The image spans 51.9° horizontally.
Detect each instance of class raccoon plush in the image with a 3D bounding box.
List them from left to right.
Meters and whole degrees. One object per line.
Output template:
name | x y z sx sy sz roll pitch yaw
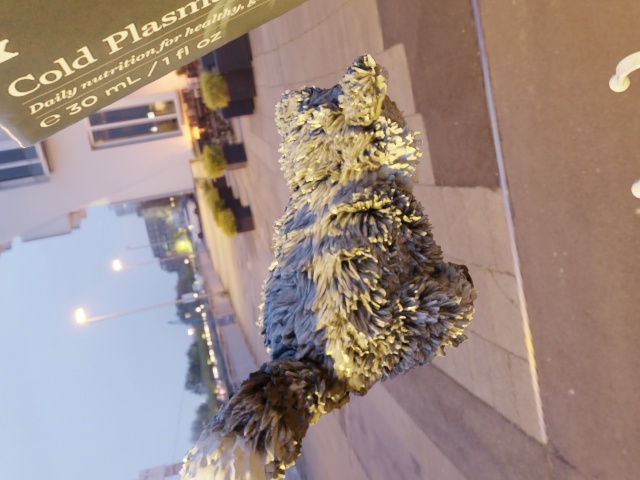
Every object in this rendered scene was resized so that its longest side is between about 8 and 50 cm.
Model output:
raccoon plush | 0.000 0.000 0.640 0.299 0.216 0.446 69 -153 -14

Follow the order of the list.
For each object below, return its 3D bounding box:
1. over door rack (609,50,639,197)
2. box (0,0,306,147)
over door rack | 0.431 -0.158 0.642 0.108 0.324 0.239 117 148 -73
box | -0.087 -0.344 0.338 0.297 0.480 0.472 58 171 8
